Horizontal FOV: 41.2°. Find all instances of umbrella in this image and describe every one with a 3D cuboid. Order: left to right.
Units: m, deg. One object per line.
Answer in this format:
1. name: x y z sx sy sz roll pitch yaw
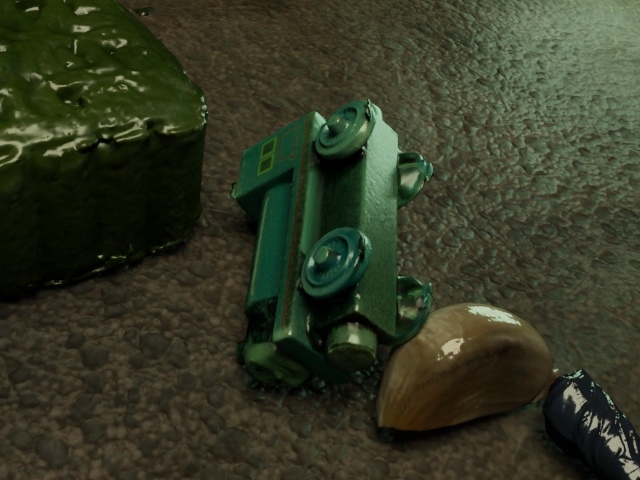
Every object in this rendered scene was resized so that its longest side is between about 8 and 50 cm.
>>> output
1. umbrella: 0.276 0.224 0.734 0.070 0.071 0.248 -16 57 -27

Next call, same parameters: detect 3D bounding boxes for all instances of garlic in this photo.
1. garlic: 0.138 0.107 0.780 0.195 0.101 0.087 -7 18 -30

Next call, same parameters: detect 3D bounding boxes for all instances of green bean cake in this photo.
1. green bean cake: -0.297 -0.127 0.842 0.335 0.218 0.319 -24 54 -30

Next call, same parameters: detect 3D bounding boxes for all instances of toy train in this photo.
1. toy train: 0.000 0.000 0.816 0.120 0.194 0.298 40 40 -35
